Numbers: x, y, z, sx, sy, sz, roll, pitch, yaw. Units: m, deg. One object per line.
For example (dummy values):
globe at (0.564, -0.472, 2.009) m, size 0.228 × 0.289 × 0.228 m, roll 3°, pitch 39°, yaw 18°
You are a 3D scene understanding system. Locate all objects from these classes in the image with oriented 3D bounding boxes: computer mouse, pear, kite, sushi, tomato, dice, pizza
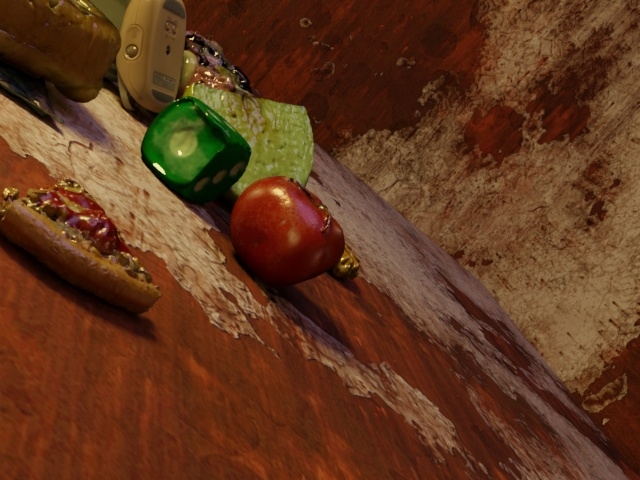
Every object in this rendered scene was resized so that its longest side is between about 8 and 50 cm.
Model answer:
computer mouse at (-0.310, -0.346, 1.742) m, size 0.081 × 0.237 × 0.145 m, roll 9°, pitch 2°, yaw 21°
pear at (-0.137, -0.138, 1.731) m, size 0.288 × 0.139 × 0.239 m, roll 4°, pitch 60°, yaw -46°
kite at (-0.480, -0.277, 1.321) m, size 0.368 × 0.014 × 0.406 m, roll 43°, pitch 10°, yaw 9°
sushi at (-0.239, -0.293, 1.913) m, size 0.236 × 0.171 × 0.270 m, roll 31°, pitch 19°, yaw -50°
tomato at (-0.047, -0.005, 1.445) m, size 0.187 × 0.151 × 0.187 m, roll 37°, pitch 4°, yaw -3°
dice at (-0.197, -0.143, 1.523) m, size 0.131 × 0.128 × 0.120 m, roll 44°, pitch 8°, yaw 21°
pizza at (-0.245, -0.019, 0.969) m, size 0.188 × 0.062 × 0.199 m, roll 38°, pitch 9°, yaw -35°

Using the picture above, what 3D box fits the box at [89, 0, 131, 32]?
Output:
box at (-0.512, -0.553, 1.977) m, size 0.352 × 0.177 × 0.344 m, roll 37°, pitch 13°, yaw -30°

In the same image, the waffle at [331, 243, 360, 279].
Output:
waffle at (0.000, 0.000, 1.918) m, size 0.160 × 0.055 × 0.211 m, roll 34°, pitch 13°, yaw -46°

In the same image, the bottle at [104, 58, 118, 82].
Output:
bottle at (-0.404, -0.348, 1.703) m, size 0.079 × 0.096 × 0.253 m, roll 38°, pitch 8°, yaw 16°

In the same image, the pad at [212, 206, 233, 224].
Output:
pad at (-0.095, -0.001, 1.677) m, size 0.158 × 0.003 × 0.235 m, roll 44°, pitch 9°, yaw 11°

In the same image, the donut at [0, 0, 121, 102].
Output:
donut at (-0.409, -0.319, 1.362) m, size 0.208 × 0.128 × 0.261 m, roll 48°, pitch 10°, yaw 36°
